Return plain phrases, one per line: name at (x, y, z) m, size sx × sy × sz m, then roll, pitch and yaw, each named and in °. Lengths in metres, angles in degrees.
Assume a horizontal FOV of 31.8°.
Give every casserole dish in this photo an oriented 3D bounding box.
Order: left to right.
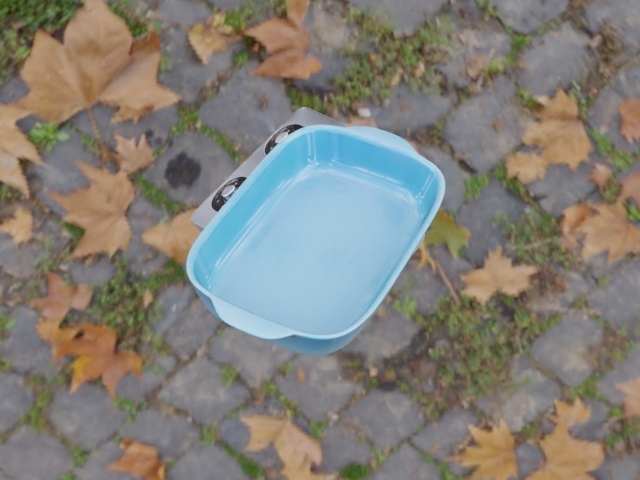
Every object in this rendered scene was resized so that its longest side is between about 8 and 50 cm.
casserole dish at (0.000, 0.000, 0.670) m, size 0.114 × 0.188 × 0.037 m, roll 21°, pitch 137°, yaw 17°

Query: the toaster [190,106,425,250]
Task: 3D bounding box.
toaster at (-0.008, -0.009, 1.112) m, size 0.168 × 0.110 × 0.185 m, roll -45°, pitch 121°, yaw -11°
